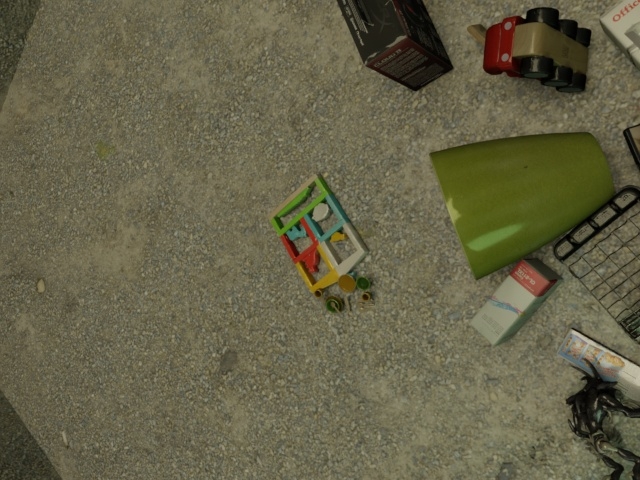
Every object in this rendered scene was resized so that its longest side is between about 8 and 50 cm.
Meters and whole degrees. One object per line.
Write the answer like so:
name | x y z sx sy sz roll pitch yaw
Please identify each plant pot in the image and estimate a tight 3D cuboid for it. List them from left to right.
plant pot | 0.401 -0.098 1.184 0.294 0.275 0.274 -21 79 14

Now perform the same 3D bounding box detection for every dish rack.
dish rack | 0.603 0.052 1.149 0.208 0.074 0.271 -46 70 25

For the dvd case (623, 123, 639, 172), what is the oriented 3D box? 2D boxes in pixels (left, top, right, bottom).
dvd case | 0.683 -0.117 1.080 0.181 0.022 0.252 -18 76 11

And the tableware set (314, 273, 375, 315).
tableware set | 0.057 0.136 1.495 0.154 0.024 0.103 -5 104 27

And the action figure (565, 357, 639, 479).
action figure | 0.555 0.366 1.132 0.164 0.141 0.275 121 153 -57

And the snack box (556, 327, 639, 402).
snack box | 0.569 0.248 1.198 0.178 0.022 0.064 32 108 28

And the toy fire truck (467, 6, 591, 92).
toy fire truck | 0.386 -0.386 1.207 0.246 0.217 0.158 8 96 46

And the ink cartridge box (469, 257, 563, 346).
ink cartridge box | 0.403 0.125 1.238 0.072 0.127 0.175 45 112 25

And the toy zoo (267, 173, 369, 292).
toy zoo | 0.000 0.000 1.547 0.192 0.030 0.293 -39 71 26

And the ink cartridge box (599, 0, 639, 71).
ink cartridge box | 0.650 -0.378 1.101 0.159 0.092 0.217 -41 68 26

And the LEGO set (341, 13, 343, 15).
LEGO set | 0.089 -0.558 1.495 0.054 0.023 0.083 -42 56 23

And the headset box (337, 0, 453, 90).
headset box | 0.150 -0.467 1.294 0.110 0.293 0.217 -28 77 29
